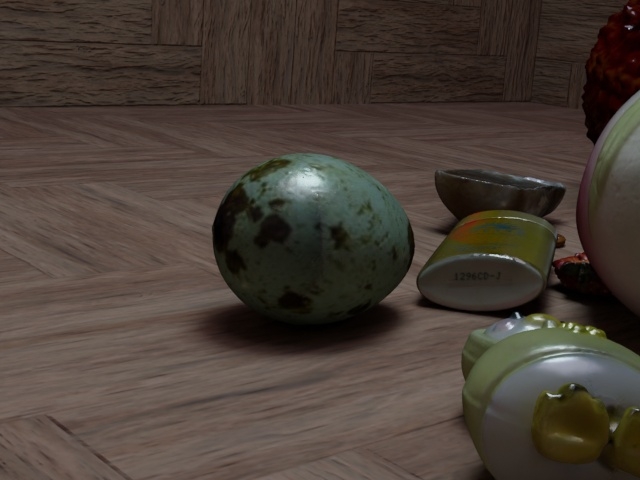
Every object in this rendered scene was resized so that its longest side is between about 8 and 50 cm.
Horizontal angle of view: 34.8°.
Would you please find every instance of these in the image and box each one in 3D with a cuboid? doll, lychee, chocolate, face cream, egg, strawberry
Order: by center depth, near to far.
[{"bbox_3d":[0.163,0.102,0.723,0.141,0.117,0.296,6,13,-2],"label":"doll"},{"bbox_3d":[0.000,0.000,1.008,0.231,0.169,0.169,4,10,-42],"label":"egg"},{"bbox_3d":[0.328,0.040,1.204,0.104,0.048,0.152,3,3,24],"label":"strawberry"},{"bbox_3d":[0.206,0.017,1.210,0.139,0.067,0.285,0,11,16],"label":"face cream"},{"bbox_3d":[0.269,-0.056,1.527,0.157,0.080,0.254,11,9,21],"label":"chocolate"},{"bbox_3d":[0.670,-0.259,1.790,0.425,0.424,0.500,7,17,14],"label":"lychee"}]

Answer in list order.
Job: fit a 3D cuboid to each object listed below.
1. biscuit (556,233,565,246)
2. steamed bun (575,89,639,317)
[{"bbox_3d":[0.303,-0.007,1.460,0.091,0.015,0.078,5,13,2],"label":"biscuit"},{"bbox_3d":[0.388,-0.037,1.044,0.310,0.309,0.309,4,13,-1],"label":"steamed bun"}]
